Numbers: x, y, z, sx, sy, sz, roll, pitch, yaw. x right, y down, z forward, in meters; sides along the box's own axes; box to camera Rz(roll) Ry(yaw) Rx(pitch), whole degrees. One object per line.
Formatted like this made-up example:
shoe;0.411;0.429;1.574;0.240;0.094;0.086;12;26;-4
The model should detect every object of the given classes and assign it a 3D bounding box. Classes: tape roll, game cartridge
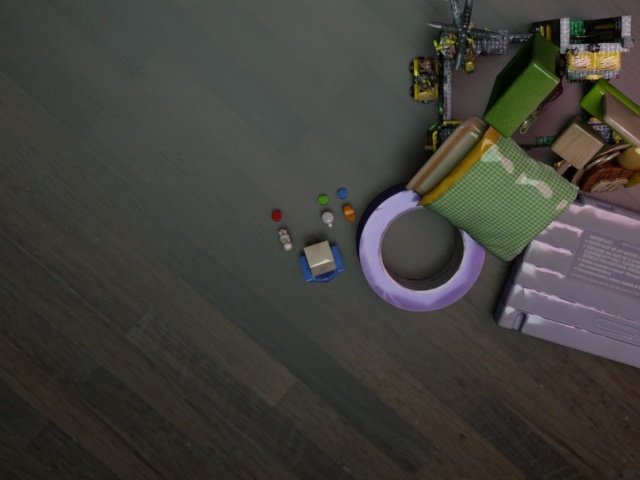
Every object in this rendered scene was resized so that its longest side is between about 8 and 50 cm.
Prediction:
tape roll;0.149;0.007;1.486;0.189;0.080;0.189;0;101;-1
game cartridge;0.470;0.071;1.509;0.355;0.068;0.230;17;101;-4

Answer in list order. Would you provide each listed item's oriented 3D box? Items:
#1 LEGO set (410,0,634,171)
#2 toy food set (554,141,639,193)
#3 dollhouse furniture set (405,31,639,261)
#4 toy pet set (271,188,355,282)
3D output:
LEGO set;0.298;-0.212;1.392;0.331;0.192;0.255;6;100;-2
toy food set;0.427;-0.100;1.425;0.192;0.132;0.038;-5;61;-25
dollhouse furniture set;0.262;-0.089;1.303;0.197;0.151;0.301;36;121;-6
toy pet set;0.000;0.000;1.503;0.122;0.065;0.114;-18;66;-1
